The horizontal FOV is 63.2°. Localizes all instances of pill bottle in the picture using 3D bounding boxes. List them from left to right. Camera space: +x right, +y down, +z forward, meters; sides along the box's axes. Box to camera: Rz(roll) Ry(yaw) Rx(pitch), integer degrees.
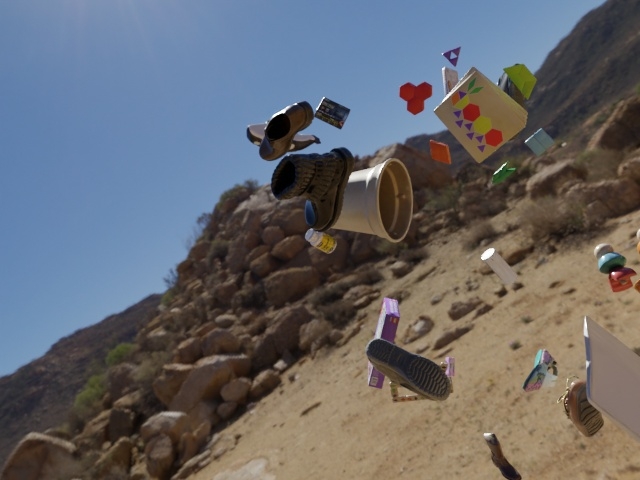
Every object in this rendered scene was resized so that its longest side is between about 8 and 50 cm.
[{"bbox_3d":[0.000,0.000,1.992,0.116,0.065,0.065,28,-51,-35],"label":"pill bottle"}]

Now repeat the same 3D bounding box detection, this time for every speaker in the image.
[{"bbox_3d":[0.630,0.093,1.826,0.055,0.136,0.055,-42,14,13],"label":"speaker"}]

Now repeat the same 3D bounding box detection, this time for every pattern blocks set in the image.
[{"bbox_3d":[0.366,-0.292,1.210,0.285,0.325,0.026,-32,3,33],"label":"pattern blocks set"}]

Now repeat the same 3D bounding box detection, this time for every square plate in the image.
[{"bbox_3d":[0.871,0.429,1.473,0.049,0.344,0.347,-50,3,39],"label":"square plate"}]

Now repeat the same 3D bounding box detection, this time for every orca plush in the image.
[{"bbox_3d":[-0.149,-0.365,1.935,0.287,0.151,0.102,-14,-29,-38],"label":"orca plush"}]

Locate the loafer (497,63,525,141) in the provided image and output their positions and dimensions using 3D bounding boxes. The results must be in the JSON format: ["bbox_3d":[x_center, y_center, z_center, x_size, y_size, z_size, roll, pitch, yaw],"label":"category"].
[{"bbox_3d":[0.569,-0.408,1.586,0.084,0.096,0.267,-14,54,59],"label":"loafer"}]

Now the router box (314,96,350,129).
[{"bbox_3d":[0.048,-0.506,2.068,0.038,0.122,0.092,119,176,-56],"label":"router box"}]

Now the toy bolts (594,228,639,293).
[{"bbox_3d":[1.020,0.071,1.708,0.229,0.158,0.218,-15,-38,2],"label":"toy bolts"}]

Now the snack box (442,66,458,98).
[{"bbox_3d":[0.508,-0.583,2.011,0.064,0.178,0.022,10,-21,-27],"label":"snack box"}]

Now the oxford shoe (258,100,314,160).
[{"bbox_3d":[-0.114,-0.270,1.320,0.096,0.083,0.227,-29,-8,-38],"label":"oxford shoe"}]

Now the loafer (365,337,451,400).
[{"bbox_3d":[0.238,0.357,1.428,0.094,0.251,0.087,-50,-19,-28],"label":"loafer"}]

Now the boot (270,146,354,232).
[{"bbox_3d":[-0.047,-0.150,1.717,0.260,0.131,0.348,-21,-41,-40],"label":"boot"}]

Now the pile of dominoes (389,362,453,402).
[{"bbox_3d":[0.401,0.585,2.090,0.251,0.196,0.040,-9,31,9],"label":"pile of dominoes"}]

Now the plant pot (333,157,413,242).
[{"bbox_3d":[0.174,-0.159,2.144,0.305,0.333,0.334,0,14,32],"label":"plant pot"}]

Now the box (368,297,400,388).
[{"bbox_3d":[0.241,0.388,1.994,0.201,0.057,0.293,-67,-11,-77],"label":"box"}]

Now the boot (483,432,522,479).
[{"bbox_3d":[0.494,0.586,1.416,0.037,0.114,0.106,-28,23,-20],"label":"boot"}]

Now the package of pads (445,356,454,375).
[{"bbox_3d":[0.584,0.569,2.345,0.032,0.083,0.050,4,-13,-6],"label":"package of pads"}]

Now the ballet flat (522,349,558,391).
[{"bbox_3d":[0.682,0.405,1.588,0.221,0.079,0.077,-26,-42,-53],"label":"ballet flat"}]

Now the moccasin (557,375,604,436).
[{"bbox_3d":[0.935,0.586,1.881,0.139,0.147,0.380,-47,-43,0],"label":"moccasin"}]
